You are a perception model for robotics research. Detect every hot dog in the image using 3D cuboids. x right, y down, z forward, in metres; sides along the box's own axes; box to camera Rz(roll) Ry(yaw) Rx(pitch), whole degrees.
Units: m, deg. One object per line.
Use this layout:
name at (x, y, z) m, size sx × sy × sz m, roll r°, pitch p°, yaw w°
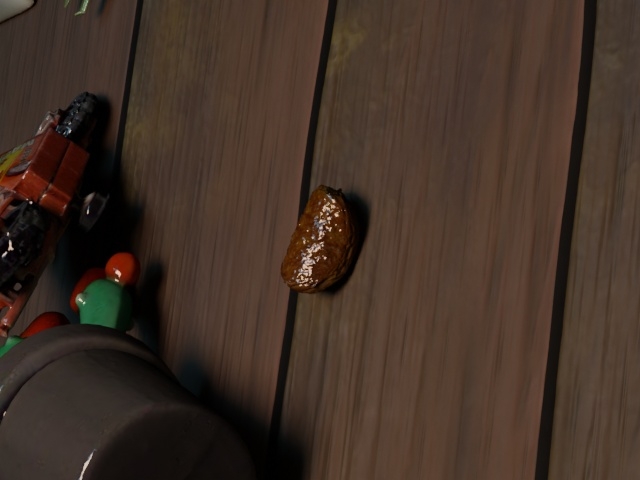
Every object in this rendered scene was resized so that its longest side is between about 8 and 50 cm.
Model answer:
hot dog at (0.000, 0.000, 1.444) m, size 0.058 × 0.035 × 0.083 m, roll 35°, pitch 106°, yaw 51°

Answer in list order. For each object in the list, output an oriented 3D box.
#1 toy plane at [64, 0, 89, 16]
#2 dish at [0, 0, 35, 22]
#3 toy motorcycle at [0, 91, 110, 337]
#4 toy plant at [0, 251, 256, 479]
toy plane at (-0.213, -0.263, 1.799) m, size 0.111 × 0.040 × 0.102 m, roll -28°, pitch 59°, yaw 42°
dish at (-0.362, -0.341, 1.983) m, size 0.182 × 0.080 × 0.243 m, roll -15°, pitch 67°, yaw 48°
toy motorcycle at (-0.264, -0.020, 1.684) m, size 0.171 × 0.089 × 0.298 m, roll -42°, pitch 17°, yaw 27°
toy plant at (-0.202, 0.165, 1.532) m, size 0.400 × 0.185 × 0.279 m, roll 19°, pitch 111°, yaw 61°
